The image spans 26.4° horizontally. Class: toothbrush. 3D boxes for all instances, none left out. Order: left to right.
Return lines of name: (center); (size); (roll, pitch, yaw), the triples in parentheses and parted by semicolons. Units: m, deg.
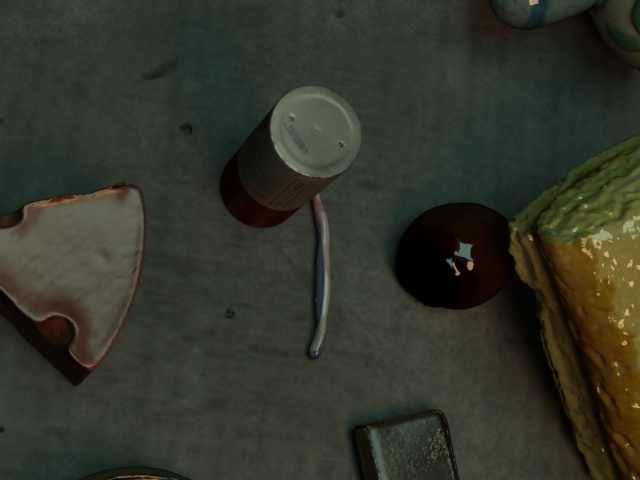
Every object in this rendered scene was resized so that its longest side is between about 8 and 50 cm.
toothbrush: (0.000, 0.000, 1.525); (0.027, 0.021, 0.269); (5, 76, -11)

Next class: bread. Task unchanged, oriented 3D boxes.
bread: (0.360, 0.081, 1.473); (0.236, 0.165, 0.375); (-34, 119, -19)

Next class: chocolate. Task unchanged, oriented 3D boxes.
chocolate: (0.162, 0.011, 1.543); (0.133, 0.127, 0.124); (-48, 125, -34)

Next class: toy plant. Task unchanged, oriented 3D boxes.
toy plant: (0.309, -0.345, 1.592); (0.332, 0.247, 0.247); (20, 71, -16)

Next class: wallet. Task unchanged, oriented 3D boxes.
wallet: (0.105, 0.289, 1.483); (0.110, 0.031, 0.198); (-9, 80, -21)

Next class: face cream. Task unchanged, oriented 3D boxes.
face cream: (-0.036, -0.083, 1.429); (0.095, 0.214, 0.096); (4, 76, -17)

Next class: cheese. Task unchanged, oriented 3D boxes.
cheese: (-0.261, 0.054, 1.369); (0.202, 0.128, 0.177); (-13, 81, -22)

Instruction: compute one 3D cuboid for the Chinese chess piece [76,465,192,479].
Chinese chess piece: (-0.184, 0.351, 1.334); (0.257, 0.104, 0.257); (4, 75, -16)
